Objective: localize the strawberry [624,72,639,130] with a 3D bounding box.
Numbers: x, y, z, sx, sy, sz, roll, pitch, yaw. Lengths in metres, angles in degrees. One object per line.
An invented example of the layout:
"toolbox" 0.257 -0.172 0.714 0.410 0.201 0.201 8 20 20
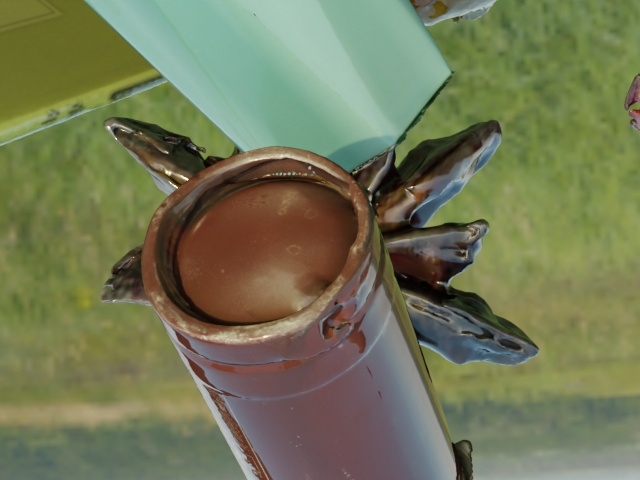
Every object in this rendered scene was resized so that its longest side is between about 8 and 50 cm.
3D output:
"strawberry" 0.261 -0.121 1.145 0.086 0.145 0.145 23 180 18

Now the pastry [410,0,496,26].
"pastry" 0.043 -0.229 0.998 0.236 0.121 0.257 14 123 -30

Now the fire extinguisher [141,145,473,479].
"fire extinguisher" 0.008 0.073 0.764 0.105 0.105 0.269 -6 143 14

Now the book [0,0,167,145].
"book" -0.258 -0.114 0.978 0.239 0.035 0.352 35 -143 25

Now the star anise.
"star anise" -0.004 0.002 1.030 0.282 0.212 0.129 23 -166 -10

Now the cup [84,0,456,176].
"cup" -0.045 -0.140 0.808 0.236 0.134 0.148 48 150 -18
